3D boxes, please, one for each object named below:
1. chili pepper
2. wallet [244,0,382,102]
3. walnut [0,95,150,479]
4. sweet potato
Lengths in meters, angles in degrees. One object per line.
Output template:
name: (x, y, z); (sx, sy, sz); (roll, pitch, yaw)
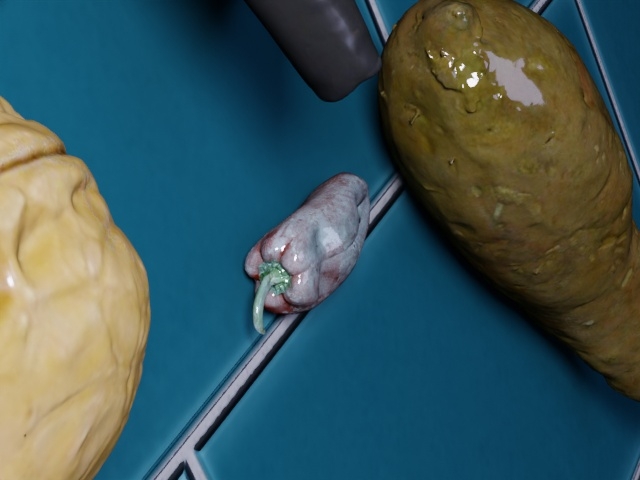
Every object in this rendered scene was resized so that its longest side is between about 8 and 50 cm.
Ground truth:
chili pepper: (0.001, 0.001, 0.814); (0.153, 0.041, 0.050); (-41, 157, -56)
wallet: (-0.092, -0.236, 0.667); (0.377, 0.051, 0.197); (55, 9, -34)
walnut: (-0.141, 0.029, 0.455); (0.197, 0.165, 0.165); (-24, 100, -62)
sweet potato: (0.143, -0.013, 0.979); (0.422, 0.131, 0.130); (53, 39, -45)
